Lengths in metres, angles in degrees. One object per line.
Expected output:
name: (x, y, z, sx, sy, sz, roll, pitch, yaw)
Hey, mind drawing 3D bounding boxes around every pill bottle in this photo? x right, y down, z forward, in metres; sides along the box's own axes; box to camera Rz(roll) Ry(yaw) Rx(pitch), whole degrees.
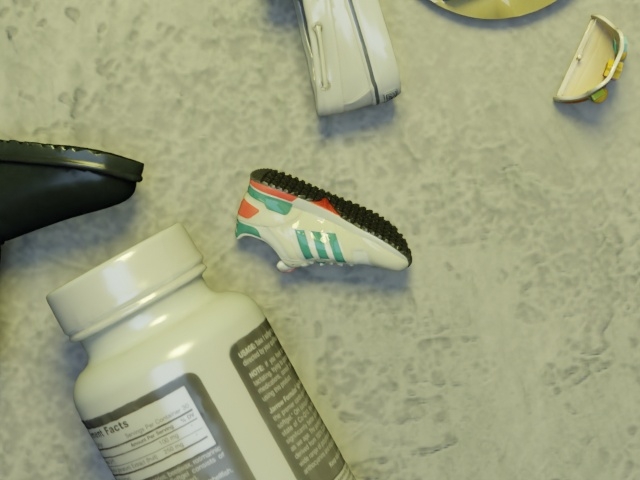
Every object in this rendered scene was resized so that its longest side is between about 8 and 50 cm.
pill bottle: (-0.097, 0.153, 1.045, 0.176, 0.176, 0.318, -28, 94, 2)

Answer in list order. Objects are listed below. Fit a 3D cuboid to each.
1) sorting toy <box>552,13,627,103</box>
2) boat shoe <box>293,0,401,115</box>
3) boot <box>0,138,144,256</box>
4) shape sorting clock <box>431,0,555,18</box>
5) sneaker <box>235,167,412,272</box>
sorting toy: (0.243, -0.152, 1.071, 0.045, 0.075, 0.083, 24, 94, -1)
boat shoe: (-0.012, -0.237, 1.061, 0.088, 0.096, 0.267, -20, 102, -3)
boot: (-0.279, 0.016, 1.075, 0.247, 0.094, 0.207, 4, 91, 7)
shape sorting clock: (0.151, -0.296, 1.078, 0.206, 0.040, 0.206, 0, 98, -1)
sneaker: (0.000, 0.000, 1.100, 0.161, 0.057, 0.075, 25, 111, -3)
